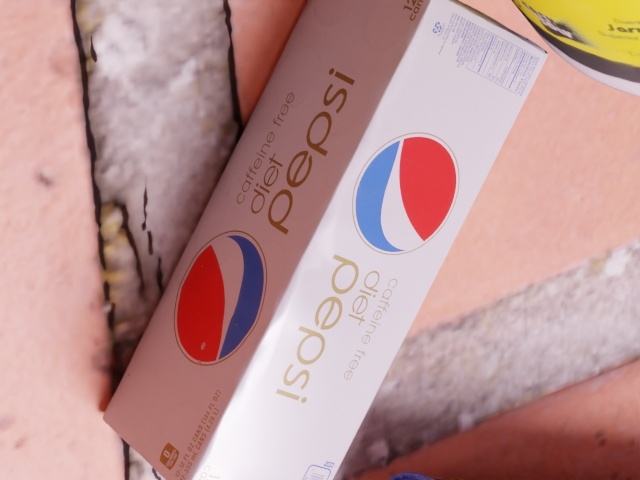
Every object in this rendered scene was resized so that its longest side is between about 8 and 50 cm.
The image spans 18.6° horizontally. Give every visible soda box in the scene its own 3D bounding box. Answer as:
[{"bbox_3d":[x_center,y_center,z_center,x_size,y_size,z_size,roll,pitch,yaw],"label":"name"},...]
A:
[{"bbox_3d":[0.000,0.000,0.776,0.069,0.074,0.216,23,96,-39],"label":"soda box"}]

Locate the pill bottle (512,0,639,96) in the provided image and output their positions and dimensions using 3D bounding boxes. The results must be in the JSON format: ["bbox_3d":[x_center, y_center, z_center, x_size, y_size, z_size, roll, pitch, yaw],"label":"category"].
[{"bbox_3d":[0.094,-0.196,0.633,0.188,0.188,0.334,-52,145,-4],"label":"pill bottle"}]

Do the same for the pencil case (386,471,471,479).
[{"bbox_3d":[0.136,0.185,0.924,0.306,0.119,0.133,10,81,-37],"label":"pencil case"}]
